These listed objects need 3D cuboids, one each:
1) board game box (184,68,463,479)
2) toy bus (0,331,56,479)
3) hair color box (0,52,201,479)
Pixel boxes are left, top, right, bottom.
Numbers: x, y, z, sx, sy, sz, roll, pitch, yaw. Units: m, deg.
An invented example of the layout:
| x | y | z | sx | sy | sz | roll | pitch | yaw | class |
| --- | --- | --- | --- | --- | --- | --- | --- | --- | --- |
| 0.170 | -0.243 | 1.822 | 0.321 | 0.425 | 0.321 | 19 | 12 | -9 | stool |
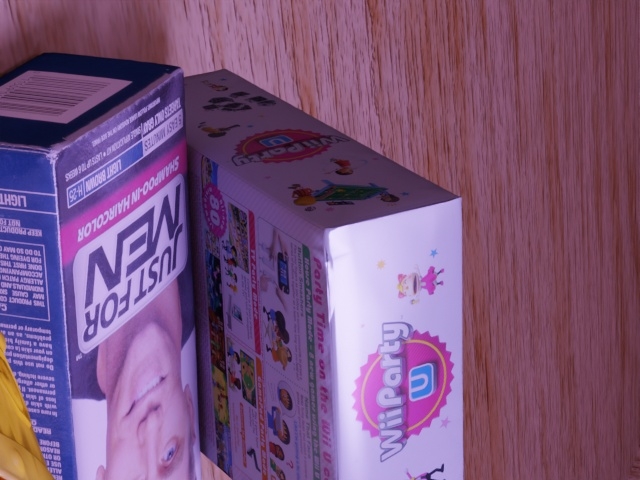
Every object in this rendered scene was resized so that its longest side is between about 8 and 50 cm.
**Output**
| x | y | z | sx | sy | sz | roll | pitch | yaw | class |
| --- | --- | --- | --- | --- | --- | --- | --- | --- | --- |
| -0.030 | 0.038 | 1.202 | 0.097 | 0.303 | 0.224 | -13 | 115 | -26 | board game box |
| -0.241 | 0.082 | 0.840 | 0.149 | 0.220 | 0.211 | 69 | 1 | -63 | toy bus |
| -0.154 | 0.077 | 1.145 | 0.174 | 0.105 | 0.347 | -45 | 138 | -59 | hair color box |
